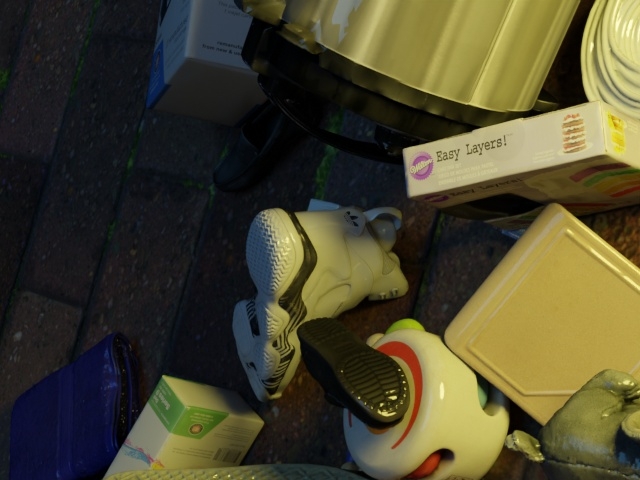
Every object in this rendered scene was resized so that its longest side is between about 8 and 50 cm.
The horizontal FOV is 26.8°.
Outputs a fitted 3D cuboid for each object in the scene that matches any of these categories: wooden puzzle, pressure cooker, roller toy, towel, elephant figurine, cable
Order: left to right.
[{"bbox_3d":[-0.411,0.313,2.259,0.308,0.076,0.228,-31,49,35],"label":"towel"},{"bbox_3d":[0.118,-0.295,1.640,0.369,0.375,0.420,29,110,22],"label":"pressure cooker"},{"bbox_3d":[0.135,0.218,1.677,0.191,0.146,0.209,20,90,58],"label":"roller toy"},{"bbox_3d":[0.296,0.108,1.576,0.238,0.044,0.221,41,109,13],"label":"wooden puzzle"},{"bbox_3d":[0.359,0.236,1.409,0.186,0.169,0.239,-45,31,-15],"label":"elephant figurine"},{"bbox_3d":[0.427,-0.241,1.580,0.257,0.089,0.257,-30,58,37],"label":"cable"}]

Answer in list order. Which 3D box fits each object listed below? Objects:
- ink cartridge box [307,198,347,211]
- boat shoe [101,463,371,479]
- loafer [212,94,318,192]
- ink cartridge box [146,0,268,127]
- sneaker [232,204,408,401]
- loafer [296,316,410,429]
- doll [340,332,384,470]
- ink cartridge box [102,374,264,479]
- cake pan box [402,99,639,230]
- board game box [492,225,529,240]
[{"bbox_3d":[0.000,0.000,1.973,0.063,0.029,0.115,15,88,46],"label":"ink cartridge box"},{"bbox_3d":[-0.090,0.407,1.798,0.500,0.187,0.156,-3,116,22],"label":"boat shoe"},{"bbox_3d":[-0.099,-0.156,2.088,0.223,0.078,0.076,-39,52,30],"label":"loafer"},{"bbox_3d":[-0.142,-0.409,2.083,0.285,0.166,0.395,151,128,-68],"label":"ink cartridge box"},{"bbox_3d":[0.001,0.087,1.873,0.366,0.210,0.137,101,152,-46],"label":"sneaker"},{"bbox_3d":[0.043,0.172,1.646,0.220,0.080,0.078,-135,35,-54],"label":"loafer"},{"bbox_3d":[0.065,0.219,1.821,0.129,0.046,0.189,-3,74,50],"label":"doll"},{"bbox_3d":[-0.207,0.319,1.983,0.093,0.154,0.212,41,107,45],"label":"ink cartridge box"},{"bbox_3d":[0.262,-0.080,1.558,0.266,0.245,0.070,-11,73,34],"label":"cake pan box"},{"bbox_3d":[0.273,-0.039,1.715,0.090,0.020,0.090,29,97,45],"label":"board game box"}]
